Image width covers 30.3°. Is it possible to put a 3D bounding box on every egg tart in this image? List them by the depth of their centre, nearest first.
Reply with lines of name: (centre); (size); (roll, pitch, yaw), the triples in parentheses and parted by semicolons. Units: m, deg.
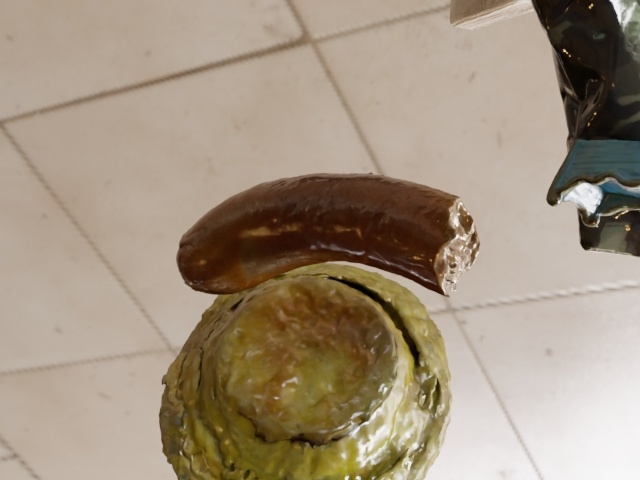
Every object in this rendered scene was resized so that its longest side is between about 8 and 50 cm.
egg tart: (-0.010, 0.130, 1.092); (0.293, 0.294, 0.123); (12, 147, 5)

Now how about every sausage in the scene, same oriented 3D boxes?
sausage: (0.000, -0.005, 0.969); (0.302, 0.103, 0.076); (-1, 162, 40)

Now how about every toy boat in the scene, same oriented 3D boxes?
toy boat: (0.242, -0.021, 0.788); (0.185, 0.077, 0.075); (9, 171, 43)

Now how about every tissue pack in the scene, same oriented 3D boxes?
tissue pack: (0.269, -0.409, 1.726); (0.071, 0.170, 0.325); (6, -177, -12)

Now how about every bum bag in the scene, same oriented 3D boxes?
bum bag: (0.240, -0.135, 0.942); (0.144, 0.095, 0.341); (-16, 94, -5)
